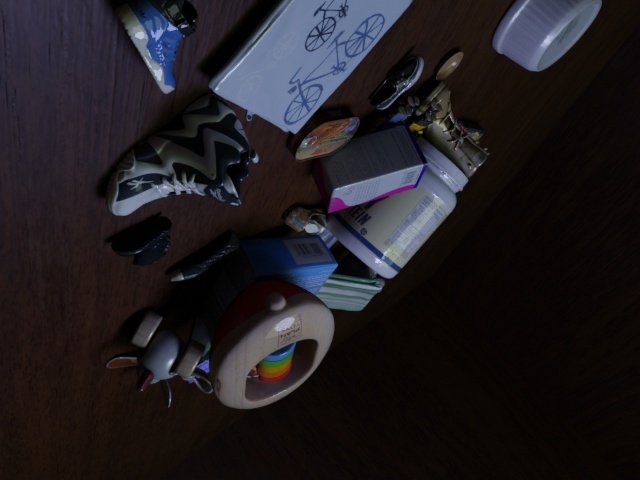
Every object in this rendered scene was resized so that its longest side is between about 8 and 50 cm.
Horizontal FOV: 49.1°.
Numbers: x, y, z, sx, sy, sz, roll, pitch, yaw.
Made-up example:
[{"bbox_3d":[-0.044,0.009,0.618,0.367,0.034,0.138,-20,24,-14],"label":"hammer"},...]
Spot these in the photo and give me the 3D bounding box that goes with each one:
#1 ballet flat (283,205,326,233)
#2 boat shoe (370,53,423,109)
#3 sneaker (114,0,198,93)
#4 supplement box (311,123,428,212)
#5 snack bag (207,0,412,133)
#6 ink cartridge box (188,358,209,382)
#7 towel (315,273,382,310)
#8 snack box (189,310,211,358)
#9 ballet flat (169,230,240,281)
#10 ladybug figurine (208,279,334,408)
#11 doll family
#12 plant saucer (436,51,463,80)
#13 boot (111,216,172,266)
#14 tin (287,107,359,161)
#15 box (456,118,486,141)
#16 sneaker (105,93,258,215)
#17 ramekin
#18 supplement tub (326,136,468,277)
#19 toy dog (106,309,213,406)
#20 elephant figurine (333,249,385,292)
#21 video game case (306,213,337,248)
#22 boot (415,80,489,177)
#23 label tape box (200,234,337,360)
[{"bbox_3d":[-0.025,-0.043,1.727,0.073,0.067,0.206,-51,164,17],"label":"ballet flat"},{"bbox_3d":[0.157,-0.325,1.443,0.142,0.049,0.040,-48,163,28],"label":"boat shoe"},{"bbox_3d":[-0.177,-0.239,0.830,0.084,0.058,0.152,-31,157,-6],"label":"sneaker"},{"bbox_3d":[0.104,-0.156,1.534,0.219,0.114,0.111,-18,158,-15],"label":"supplement box"},{"bbox_3d":[-0.009,-0.313,1.088,0.323,0.037,0.342,-46,165,13],"label":"snack bag"},{"bbox_3d":[-0.292,0.328,1.978,0.206,0.045,0.208,-32,-178,-13],"label":"ink cartridge box"},{"bbox_3d":[0.049,0.169,2.233,0.247,0.038,0.325,7,160,-7],"label":"towel"},{"bbox_3d":[-0.242,0.208,1.879,0.207,0.070,0.174,-34,163,-33],"label":"snack box"},{"bbox_3d":[-0.246,0.036,1.471,0.173,0.049,0.057,-32,-155,-29],"label":"ballet flat"},{"bbox_3d":[-0.124,0.230,1.604,0.305,0.162,0.449,-19,150,-25],"label":"ladybug figurine"},{"bbox_3d":[0.190,-0.269,1.592,0.192,0.076,0.111,7,156,-40],"label":"doll family"},{"bbox_3d":[0.294,-0.407,1.619,0.083,0.015,0.083,-38,164,-13],"label":"plant saucer"},{"bbox_3d":[-0.312,0.012,1.222,0.121,0.045,0.099,-32,165,-36],"label":"boot"},{"bbox_3d":[0.006,-0.213,1.402,0.189,0.040,0.106,-22,151,-52],"label":"tin"},{"bbox_3d":[0.417,-0.297,2.168,0.159,0.044,0.233,-48,164,24],"label":"box"},{"bbox_3d":[-0.192,-0.087,1.030,0.235,0.153,0.094,-40,163,-8],"label":"sneaker"},{"bbox_3d":[0.559,-0.536,1.708,0.272,0.127,0.273,-38,164,-13],"label":"ramekin"},{"bbox_3d":[0.196,-0.092,1.792,0.325,0.235,0.235,-50,164,5],"label":"supplement tub"},{"bbox_3d":[-0.378,0.299,1.589,0.161,0.220,0.334,-59,165,-31],"label":"toy dog"},{"bbox_3d":[0.156,0.041,2.282,0.169,0.186,0.240,-15,-129,48],"label":"elephant figurine"},{"bbox_3d":[0.000,0.000,1.994,0.274,0.026,0.196,-46,165,17],"label":"video game case"},{"bbox_3d":[0.329,-0.265,1.724,0.095,0.203,0.262,-43,167,-12],"label":"boot"},{"bbox_3d":[-0.150,0.142,1.731,0.249,0.115,0.348,-5,143,-41],"label":"label tape box"}]
